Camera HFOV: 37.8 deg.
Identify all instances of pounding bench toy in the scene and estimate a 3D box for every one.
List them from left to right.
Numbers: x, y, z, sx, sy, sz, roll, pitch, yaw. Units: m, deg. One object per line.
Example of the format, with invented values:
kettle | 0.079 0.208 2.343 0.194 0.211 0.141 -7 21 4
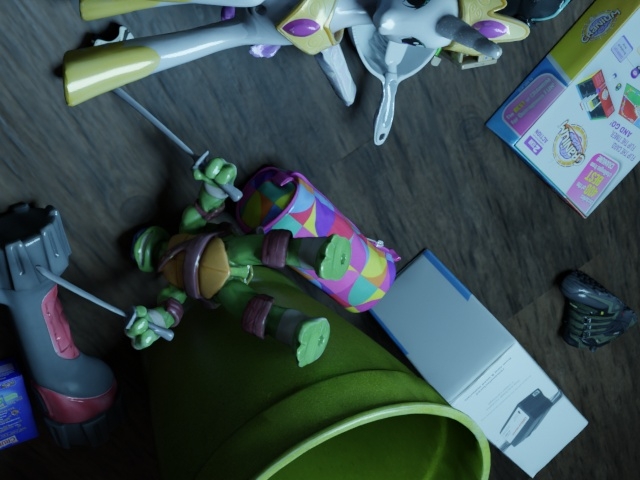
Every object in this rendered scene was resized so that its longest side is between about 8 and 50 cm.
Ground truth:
pounding bench toy | 0.167 -0.245 1.111 0.083 0.052 0.065 -15 130 -23

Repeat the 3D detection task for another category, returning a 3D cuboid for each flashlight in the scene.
flashlight | -0.294 0.100 1.052 0.103 0.103 0.304 -1 125 4

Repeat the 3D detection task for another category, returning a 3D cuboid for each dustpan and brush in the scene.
dustpan and brush | 0.082 -0.215 1.072 0.147 0.060 0.211 -4 125 -31

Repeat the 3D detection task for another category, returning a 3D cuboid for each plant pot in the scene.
plant pot | -0.050 0.218 1.117 0.367 0.353 0.366 -18 132 -21

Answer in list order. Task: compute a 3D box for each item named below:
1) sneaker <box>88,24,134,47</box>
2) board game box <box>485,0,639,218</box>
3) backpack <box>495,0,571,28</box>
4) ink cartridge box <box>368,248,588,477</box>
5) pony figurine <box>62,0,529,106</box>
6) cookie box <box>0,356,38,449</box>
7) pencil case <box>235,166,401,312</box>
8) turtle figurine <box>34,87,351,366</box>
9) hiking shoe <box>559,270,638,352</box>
sneaker | -0.222 -0.184 0.925 0.083 0.032 0.037 -35 122 -12
board game box | 0.407 -0.210 1.287 0.316 0.064 0.242 -48 135 8
backpack | 0.237 -0.331 1.011 0.188 0.166 0.144 -40 106 -16
ink cartridge box | 0.233 0.184 1.367 0.129 0.223 0.307 -43 136 2
pony figurine | -0.034 -0.231 0.829 0.364 0.351 0.302 -3 123 -8
cookie box | -0.391 0.200 1.101 0.092 0.040 0.107 -17 131 -22
pencil case | 0.000 0.000 1.157 0.104 0.104 0.236 -47 134 7
turtle figurine | -0.123 0.021 0.966 0.197 0.266 0.274 -60 152 -31
hiking shoe | 0.451 0.131 1.567 0.227 0.086 0.114 30 101 -45
